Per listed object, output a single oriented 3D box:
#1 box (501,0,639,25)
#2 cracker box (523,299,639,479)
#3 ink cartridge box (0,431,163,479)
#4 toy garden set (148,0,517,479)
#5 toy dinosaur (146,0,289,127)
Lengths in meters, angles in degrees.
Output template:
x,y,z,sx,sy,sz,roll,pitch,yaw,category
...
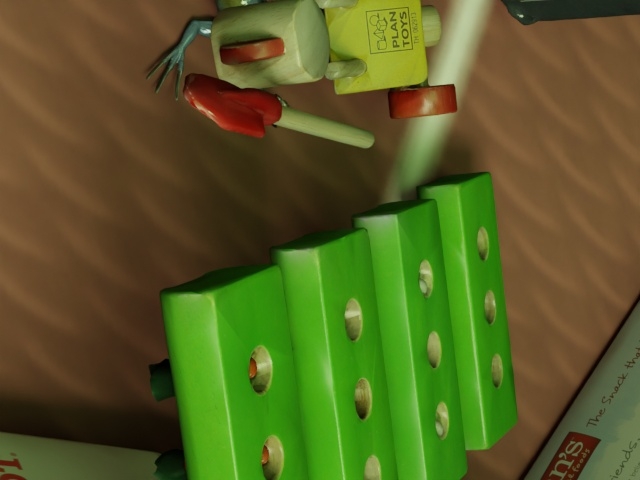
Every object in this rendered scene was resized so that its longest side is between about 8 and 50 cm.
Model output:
x,y,z,sx,sy,sz,roll,pitch,yaw,category
0.095,-0.305,0.541,0.312,0.179,0.343,33,78,-28,box
0.201,0.090,0.613,0.067,0.232,0.156,44,74,-28,cracker box
-0.021,0.157,0.515,0.237,0.172,0.100,12,108,-30,ink cartridge box
0.000,0.000,0.534,0.244,0.049,0.204,-22,107,-64,toy garden set
-0.023,-0.087,0.576,0.090,0.047,0.082,-51,136,-28,toy dinosaur
